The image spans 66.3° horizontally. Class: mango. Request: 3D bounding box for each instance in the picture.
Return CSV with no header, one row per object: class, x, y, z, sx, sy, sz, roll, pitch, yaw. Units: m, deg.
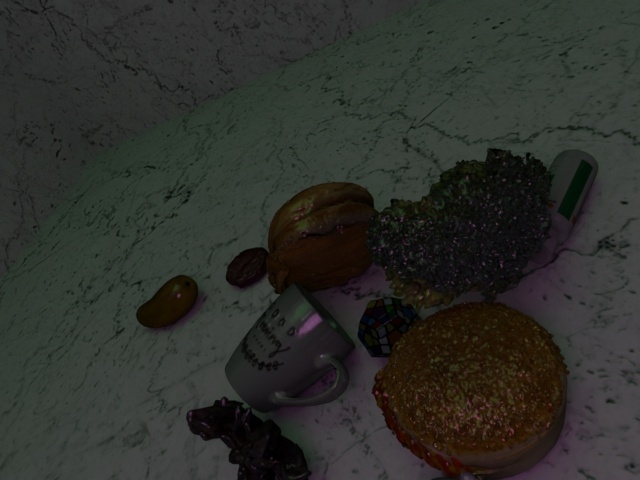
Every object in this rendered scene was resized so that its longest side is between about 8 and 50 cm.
mango,-0.454,0.187,1.445,0.228,0.099,0.136,-31,40,18

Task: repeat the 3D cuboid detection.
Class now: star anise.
star anise,-0.123,0.374,0.893,0.283,0.212,0.129,13,43,36

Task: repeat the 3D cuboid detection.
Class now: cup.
cup,-0.055,0.248,0.995,0.234,0.186,0.258,-45,40,-2

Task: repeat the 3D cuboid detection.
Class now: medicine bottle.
medicine bottle,0.485,-0.072,1.006,0.095,0.095,0.260,9,53,44

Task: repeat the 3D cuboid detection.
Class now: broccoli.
broccoli,0.207,0.003,0.922,0.397,0.353,0.274,-18,71,44

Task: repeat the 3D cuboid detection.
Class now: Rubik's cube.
Rubik's cube,0.138,0.176,0.978,0.112,0.133,0.133,-47,29,28

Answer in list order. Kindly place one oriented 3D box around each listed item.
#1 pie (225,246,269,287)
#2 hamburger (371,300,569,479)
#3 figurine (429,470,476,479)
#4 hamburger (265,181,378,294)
pie,-0.211,0.076,1.430,0.155,0.036,0.154,-21,38,17
hamburger,0.240,0.229,0.779,0.294,0.179,0.276,-38,35,-5
figurine,0.138,0.444,0.665,0.274,0.133,0.193,-40,35,11
hamburger,0.000,0.000,1.119,0.319,0.318,0.158,-33,59,2
